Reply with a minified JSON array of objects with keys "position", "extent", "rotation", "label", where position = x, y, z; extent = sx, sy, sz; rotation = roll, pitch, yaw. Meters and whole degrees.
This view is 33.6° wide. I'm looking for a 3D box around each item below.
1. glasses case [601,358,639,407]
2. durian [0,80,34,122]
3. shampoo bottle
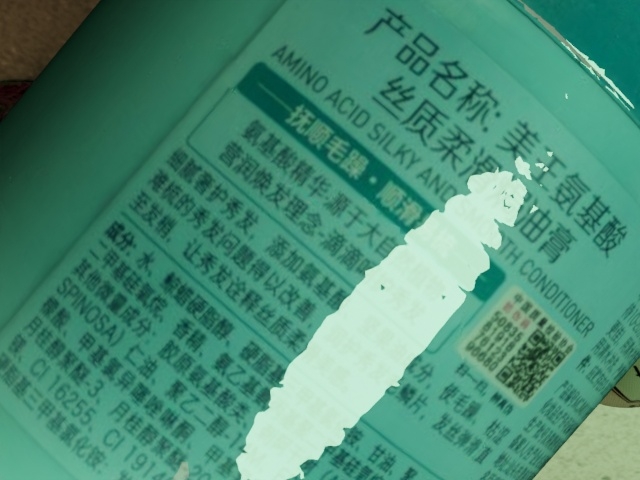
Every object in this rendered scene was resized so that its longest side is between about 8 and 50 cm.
[{"position":[0.314,0.039,0.779],"extent":[0.314,0.075,0.122],"rotation":[-29,118,30],"label":"glasses case"},{"position":[-0.206,-0.053,0.801],"extent":[0.186,0.108,0.119],"rotation":[-3,127,13],"label":"durian"},{"position":[0.000,0.000,0.563],"extent":[0.331,0.331,0.343],"rotation":[40,89,-20],"label":"shampoo bottle"}]
